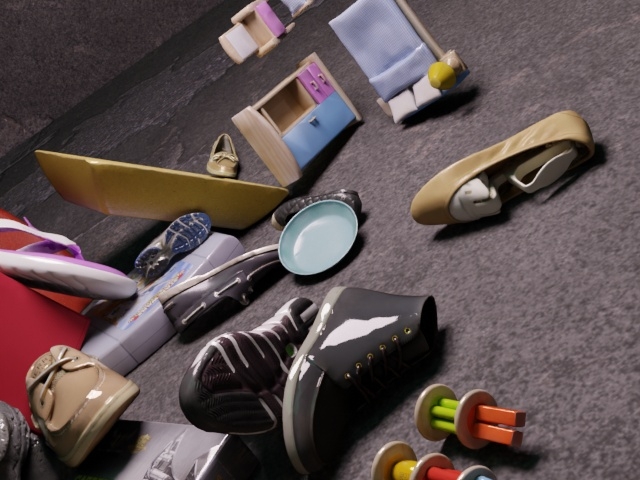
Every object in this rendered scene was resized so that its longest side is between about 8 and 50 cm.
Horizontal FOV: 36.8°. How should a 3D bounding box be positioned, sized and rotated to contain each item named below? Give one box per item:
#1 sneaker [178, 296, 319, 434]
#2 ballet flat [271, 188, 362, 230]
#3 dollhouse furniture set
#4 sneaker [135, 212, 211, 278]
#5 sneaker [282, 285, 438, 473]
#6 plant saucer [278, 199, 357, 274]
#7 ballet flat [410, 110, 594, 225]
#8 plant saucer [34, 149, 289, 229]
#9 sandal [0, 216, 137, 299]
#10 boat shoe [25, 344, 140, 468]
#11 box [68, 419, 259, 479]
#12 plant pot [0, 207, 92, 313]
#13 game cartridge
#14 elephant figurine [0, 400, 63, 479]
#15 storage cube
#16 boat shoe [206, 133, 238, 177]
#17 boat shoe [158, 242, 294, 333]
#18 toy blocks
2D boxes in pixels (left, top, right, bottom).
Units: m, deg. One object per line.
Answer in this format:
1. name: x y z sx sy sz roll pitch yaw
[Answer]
1. sneaker: -0.096 0.163 1.032 0.162 0.106 0.281 -35 -6 27
2. ballet flat: -0.011 -0.035 1.371 0.173 0.057 0.049 -14 64 46
3. dollhouse furniture set: 0.017 -0.271 1.446 0.303 0.286 0.198 -25 17 47
4. sneaker: -0.228 0.000 1.466 0.135 0.052 0.058 -36 18 -5
5. sneaker: 0.043 0.133 0.969 0.118 0.083 0.222 -3 48 27
6. plant saucer: 0.000 0.000 1.295 0.119 0.021 0.119 -17 50 22
7. ballet flat: 0.213 -0.074 1.130 0.232 0.080 0.073 -32 40 11
8. plant saucer: -0.270 -0.079 1.570 0.333 0.333 0.081 15 98 59
9. sandal: -0.473 0.008 1.440 0.416 0.169 0.102 9 79 11
10. boat shoe: -0.313 0.193 1.186 0.121 0.110 0.341 -50 12 -19
11. box: -0.199 0.283 1.039 0.231 0.056 0.183 -7 38 47
12. plant pot: -0.593 0.083 1.683 0.267 0.235 0.267 -2 41 50
13. game cartridge: -0.256 0.092 1.459 0.297 0.062 0.198 -45 22 -19
14. elephant figurine: -0.398 0.265 1.146 0.239 0.186 0.169 -67 8 -21
15. storage cube: -0.486 0.162 1.390 0.184 0.193 0.215 -11 54 47
16. boat shoe: -0.179 -0.156 1.780 0.056 0.048 0.153 9 20 -7
17. boat shoe: -0.121 0.066 1.343 0.206 0.065 0.075 -24 -11 0
18. toy blocks: 0.128 0.181 0.806 0.148 0.054 0.123 2 45 53
